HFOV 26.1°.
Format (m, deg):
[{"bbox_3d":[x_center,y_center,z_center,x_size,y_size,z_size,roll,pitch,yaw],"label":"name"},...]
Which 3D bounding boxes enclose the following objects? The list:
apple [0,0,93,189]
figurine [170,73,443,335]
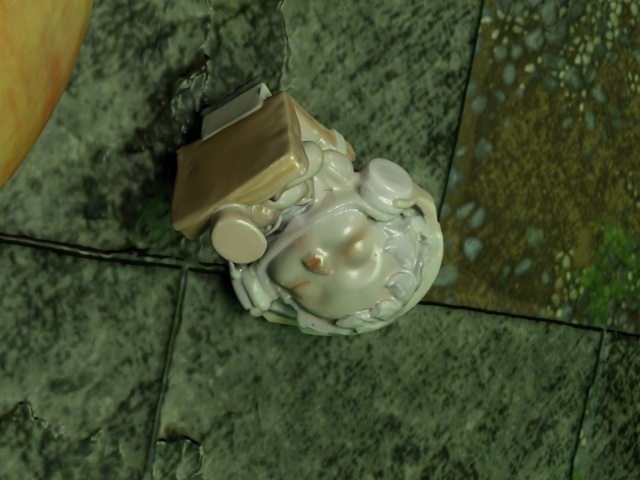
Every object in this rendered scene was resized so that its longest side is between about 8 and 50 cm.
[{"bbox_3d":[-0.273,-0.144,0.528,0.391,0.391,0.346,-49,164,-23],"label":"apple"},{"bbox_3d":[0.000,-0.002,0.997,0.162,0.141,0.237,-28,135,16],"label":"figurine"}]
